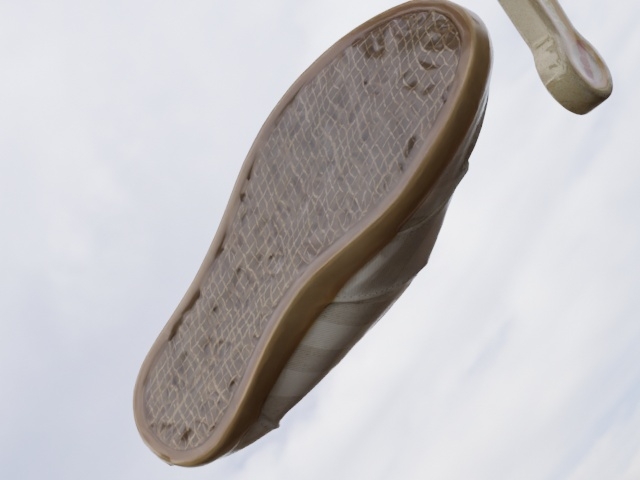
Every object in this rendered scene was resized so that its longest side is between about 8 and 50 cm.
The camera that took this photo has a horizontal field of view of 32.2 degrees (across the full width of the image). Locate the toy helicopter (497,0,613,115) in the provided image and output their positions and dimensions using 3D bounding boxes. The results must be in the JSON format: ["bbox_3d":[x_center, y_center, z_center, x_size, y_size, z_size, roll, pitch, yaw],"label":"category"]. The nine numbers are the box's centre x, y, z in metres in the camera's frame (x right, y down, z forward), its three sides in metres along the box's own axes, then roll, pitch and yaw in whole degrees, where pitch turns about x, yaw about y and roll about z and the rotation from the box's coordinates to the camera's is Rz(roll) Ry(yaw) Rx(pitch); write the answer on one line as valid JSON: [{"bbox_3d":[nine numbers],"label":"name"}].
[{"bbox_3d":[0.187,-0.283,1.114,0.140,0.355,0.235,-36,-9,38],"label":"toy helicopter"}]

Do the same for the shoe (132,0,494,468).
[{"bbox_3d":[0.000,0.000,0.452,0.219,0.076,0.058,-55,-31,16],"label":"shoe"}]
